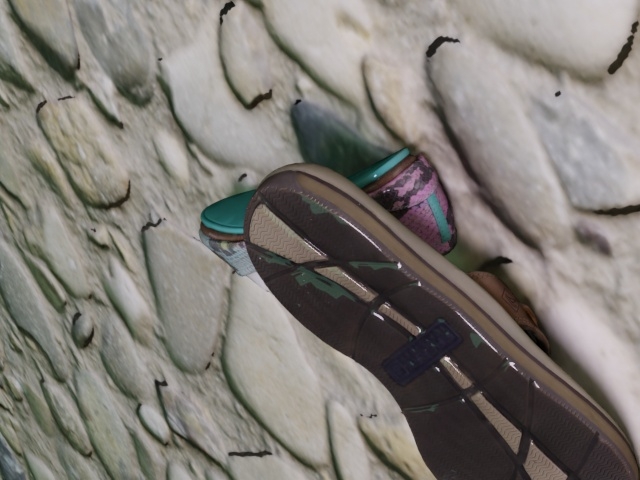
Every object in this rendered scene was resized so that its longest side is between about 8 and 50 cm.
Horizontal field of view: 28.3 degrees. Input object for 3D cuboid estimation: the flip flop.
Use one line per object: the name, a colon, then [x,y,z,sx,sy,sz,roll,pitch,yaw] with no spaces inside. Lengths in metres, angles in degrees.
flip flop: [0.074,0.056,0.691,0.277,0.080,0.112,44,132,-7]

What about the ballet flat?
ballet flat: [0.000,0.000,0.774,0.221,0.077,0.079,-11,110,54]
